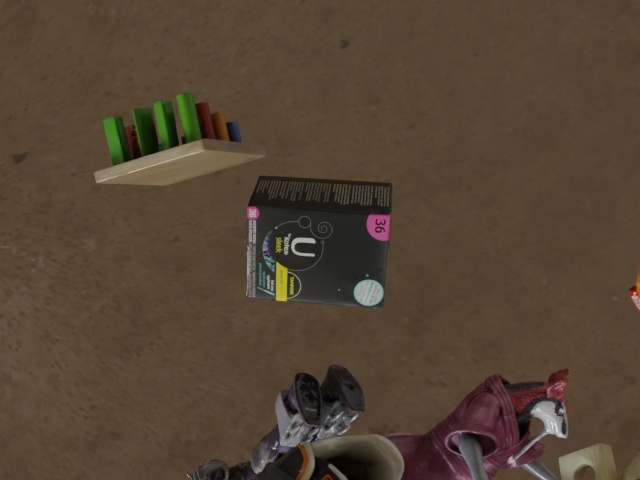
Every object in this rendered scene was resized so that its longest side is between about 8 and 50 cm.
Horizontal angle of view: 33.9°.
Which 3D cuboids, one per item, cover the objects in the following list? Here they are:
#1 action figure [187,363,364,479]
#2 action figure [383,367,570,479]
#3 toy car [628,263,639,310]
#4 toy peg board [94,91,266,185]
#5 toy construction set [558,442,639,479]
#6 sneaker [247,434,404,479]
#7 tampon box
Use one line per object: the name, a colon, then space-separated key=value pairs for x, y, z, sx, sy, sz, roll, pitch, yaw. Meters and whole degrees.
action figure: x=-0.058 y=0.276 z=1.301 sx=0.185 sy=0.099 sz=0.285 roll=7 pitch=131 yaw=-35
action figure: x=0.187 y=0.285 z=1.415 sx=0.370 sy=0.276 sz=0.248 roll=-44 pitch=145 yaw=6
toy car: x=0.158 y=0.034 z=0.416 sx=0.122 sy=0.040 sz=0.060 roll=37 pitch=51 yaw=-43
toy peg board: x=-0.178 y=-0.127 z=1.315 sx=0.160 sy=0.161 sz=0.079 roll=-5 pitch=82 yaw=-66
toy construction set: x=0.292 y=0.158 z=0.670 sx=0.327 sy=0.215 sz=0.151 roll=-2 pitch=102 yaw=-34
sneaker: x=-0.040 y=0.261 z=0.902 sx=0.126 sy=0.127 sz=0.321 roll=52 pitch=38 yaw=0
tampon box: x=0.000 y=0.000 z=1.217 sx=0.160 sy=0.101 sz=0.121 roll=4 pitch=115 yaw=4
